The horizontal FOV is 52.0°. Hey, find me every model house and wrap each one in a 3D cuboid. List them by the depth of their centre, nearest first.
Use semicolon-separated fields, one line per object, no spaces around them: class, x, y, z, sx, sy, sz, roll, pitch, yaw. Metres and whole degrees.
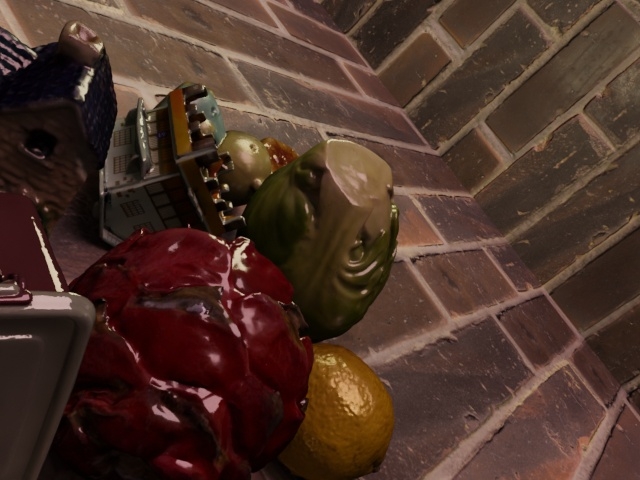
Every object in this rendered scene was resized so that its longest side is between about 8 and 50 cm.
model house;-0.420;-0.184;0.844;0.298;0.284;0.243;33;24;-29
model house;-0.255;-0.112;1.063;0.198;0.215;0.224;78;-4;-49

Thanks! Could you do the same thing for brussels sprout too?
brussels sprout;-0.002;-0.004;1.141;0.281;0.355;0.289;34;40;7

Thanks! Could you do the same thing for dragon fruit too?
dragon fruit;-0.161;0.143;0.747;0.329;0.329;0.329;36;27;-22

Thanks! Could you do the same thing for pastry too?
pastry;-0.098;-0.141;1.494;0.182;0.093;0.192;44;29;-10

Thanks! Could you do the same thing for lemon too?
lemon;0.007;0.256;0.971;0.231;0.192;0.192;49;25;6

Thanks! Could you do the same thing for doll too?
doll;-0.210;-0.174;1.272;0.261;0.161;0.177;46;-10;-20

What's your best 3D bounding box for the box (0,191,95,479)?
box;-0.331;0.097;0.558;0.193;0.294;0.167;1;41;-39

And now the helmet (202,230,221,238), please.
helmet;-0.216;-0.028;1.189;0.111;0.057;0.089;-96;173;-65

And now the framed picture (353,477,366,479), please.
framed picture;0.060;0.404;1.049;0.089;0.006;0.066;42;29;-16
